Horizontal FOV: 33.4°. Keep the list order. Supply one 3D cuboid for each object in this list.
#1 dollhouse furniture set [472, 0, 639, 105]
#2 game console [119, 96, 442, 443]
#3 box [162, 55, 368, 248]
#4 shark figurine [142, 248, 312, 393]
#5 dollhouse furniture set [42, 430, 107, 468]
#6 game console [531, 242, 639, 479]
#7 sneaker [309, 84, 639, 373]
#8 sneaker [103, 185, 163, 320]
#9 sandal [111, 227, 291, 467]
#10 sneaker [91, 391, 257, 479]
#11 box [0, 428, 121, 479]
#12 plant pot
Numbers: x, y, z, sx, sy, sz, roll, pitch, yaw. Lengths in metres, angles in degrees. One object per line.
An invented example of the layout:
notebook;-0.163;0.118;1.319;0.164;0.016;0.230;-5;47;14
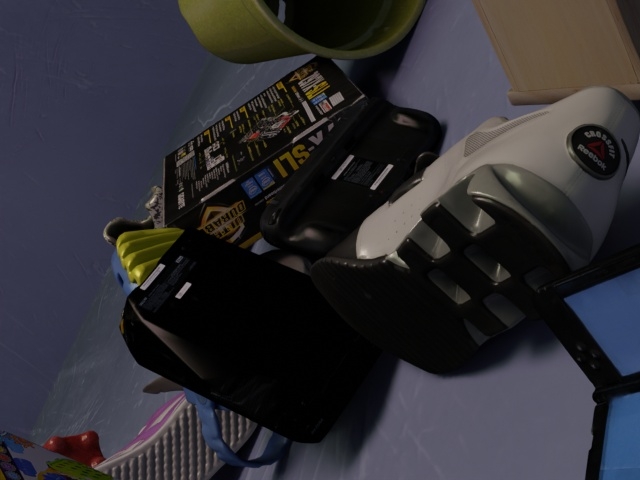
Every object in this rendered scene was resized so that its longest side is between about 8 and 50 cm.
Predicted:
dollhouse furniture set;0.258;-0.252;0.679;0.303;0.198;0.286;-38;23;-23
game console;0.000;0.000;0.952;0.361;0.213;0.044;-52;-29;-30
box;-0.063;-0.103;1.263;0.257;0.079;0.322;-32;20;2
shark figurine;-0.103;0.067;1.240;0.278;0.116;0.166;-48;20;36
dollhouse furniture set;-0.280;0.373;1.123;0.152;0.201;0.374;-51;20;37
game console;0.151;0.067;0.511;0.071;0.107;0.122;-39;2;-31
sneaker;0.105;-0.005;0.728;0.146;0.122;0.330;-50;8;-25
sneaker;-0.255;0.019;1.658;0.410;0.182;0.158;-44;24;49
sandal;-0.108;0.100;1.016;0.317;0.126;0.138;45;129;39
sneaker;-0.187;0.252;1.125;0.282;0.102;0.161;-37;4;-21
box;-0.167;0.326;0.700;0.289;0.279;0.177;-60;16;6
plant pot;-0.048;-0.335;1.332;0.254;0.276;0.276;-7;56;58
